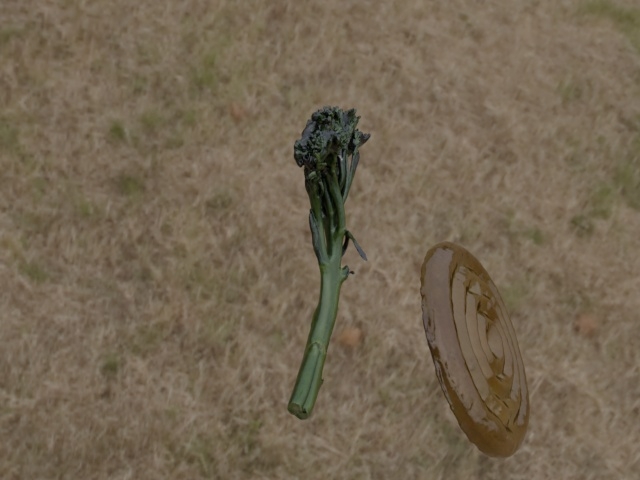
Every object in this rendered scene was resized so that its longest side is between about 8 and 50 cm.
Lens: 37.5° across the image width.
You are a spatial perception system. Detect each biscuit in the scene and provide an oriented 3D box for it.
[{"bbox_3d":[0.184,0.121,1.079,0.262,0.037,0.262,44,36,-45],"label":"biscuit"}]

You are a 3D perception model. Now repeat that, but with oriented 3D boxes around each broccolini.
[{"bbox_3d":[0.000,0.009,0.776,0.062,0.123,0.271,-1,72,29],"label":"broccolini"}]
